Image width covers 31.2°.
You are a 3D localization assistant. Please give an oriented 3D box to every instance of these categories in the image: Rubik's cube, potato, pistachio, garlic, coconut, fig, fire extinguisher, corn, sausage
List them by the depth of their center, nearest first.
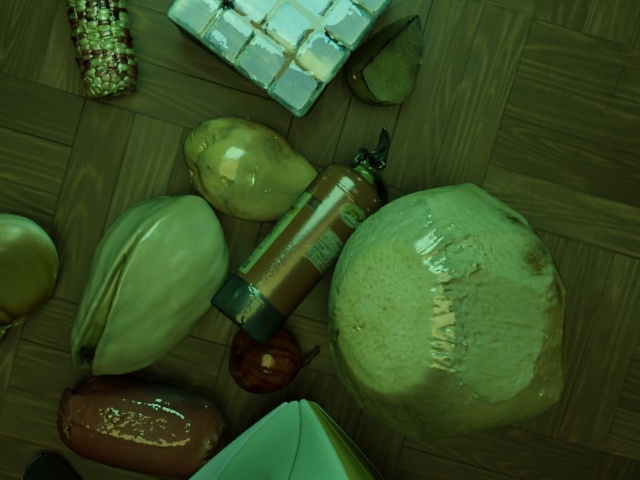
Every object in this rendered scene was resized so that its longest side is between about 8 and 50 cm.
[{"bbox_3d":[-0.054,-0.356,1.746,0.259,0.253,0.256,36,94,-6],"label":"Rubik's cube"},{"bbox_3d":[-0.022,0.503,1.746,0.351,0.347,0.352,-41,116,1],"label":"Rubik's cube"},{"bbox_3d":[0.208,0.106,1.751,0.345,0.415,0.415,15,96,36],"label":"coconut"},{"bbox_3d":[-0.274,0.074,1.800,0.208,0.226,0.332,33,84,17],"label":"pistachio"},{"bbox_3d":[-0.008,-0.007,1.806,0.113,0.200,0.376,40,85,5],"label":"fire extinguisher"},{"bbox_3d":[-0.358,-0.366,1.817,0.098,0.098,0.289,-13,92,0],"label":"corn"},{"bbox_3d":[-0.530,0.047,1.819,0.217,0.228,0.110,-40,51,-10],"label":"garlic"},{"bbox_3d":[-0.111,-0.104,1.831,0.235,0.128,0.161,43,93,-13],"label":"potato"},{"bbox_3d":[0.100,-0.281,1.856,0.172,0.089,0.100,-52,122,-30],"label":"potato"},{"bbox_3d":[-0.291,0.301,1.857,0.280,0.152,0.152,13,95,-1],"label":"sausage"},{"bbox_3d":[-0.086,0.192,1.877,0.128,0.150,0.128,-4,80,23],"label":"fig"}]

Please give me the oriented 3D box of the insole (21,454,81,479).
[{"bbox_3d":[-0.405,0.520,1.919,0.119,0.009,0.348,-30,99,-28],"label":"insole"}]
